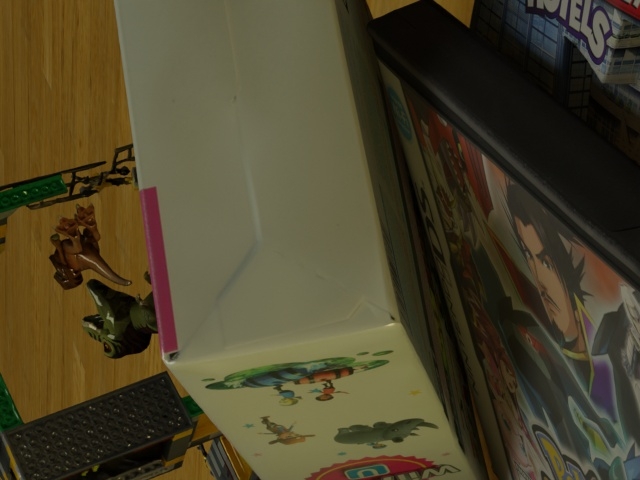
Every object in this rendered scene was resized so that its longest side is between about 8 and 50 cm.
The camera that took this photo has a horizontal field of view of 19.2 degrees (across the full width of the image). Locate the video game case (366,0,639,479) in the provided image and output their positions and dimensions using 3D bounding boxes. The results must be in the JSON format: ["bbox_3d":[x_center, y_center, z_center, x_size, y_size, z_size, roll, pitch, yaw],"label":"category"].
[{"bbox_3d":[0.108,0.060,0.741,0.275,0.035,0.248,-128,18,-59],"label":"video game case"}]

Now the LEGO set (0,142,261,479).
[{"bbox_3d":[-0.101,0.068,1.117,0.255,0.331,0.192,54,153,19],"label":"LEGO set"}]

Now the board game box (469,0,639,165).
[{"bbox_3d":[0.121,-0.114,0.727,0.194,0.060,0.194,-129,36,-59],"label":"board game box"}]

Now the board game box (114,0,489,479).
[{"bbox_3d":[0.000,0.000,0.863,0.303,0.097,0.224,59,-161,-63],"label":"board game box"}]
